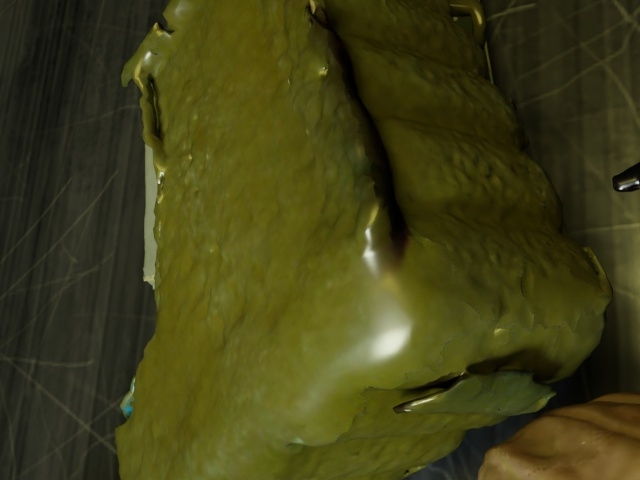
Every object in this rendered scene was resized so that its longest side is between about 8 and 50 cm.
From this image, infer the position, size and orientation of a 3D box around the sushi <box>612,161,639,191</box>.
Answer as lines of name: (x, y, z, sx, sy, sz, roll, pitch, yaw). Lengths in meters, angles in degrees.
sushi: (0.276, -0.032, 0.436, 0.234, 0.207, 0.348, -29, 53, 30)

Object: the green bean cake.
green bean cake: (0.000, 0.000, 0.565, 0.285, 0.202, 0.310, -42, 52, 40)

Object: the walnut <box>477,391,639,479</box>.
walnut: (0.156, 0.172, 0.424, 0.213, 0.213, 0.213, -11, 65, 25)

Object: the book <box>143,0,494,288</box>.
book: (-0.011, -0.089, 0.719, 0.289, 0.026, 0.201, -15, 65, 24)
